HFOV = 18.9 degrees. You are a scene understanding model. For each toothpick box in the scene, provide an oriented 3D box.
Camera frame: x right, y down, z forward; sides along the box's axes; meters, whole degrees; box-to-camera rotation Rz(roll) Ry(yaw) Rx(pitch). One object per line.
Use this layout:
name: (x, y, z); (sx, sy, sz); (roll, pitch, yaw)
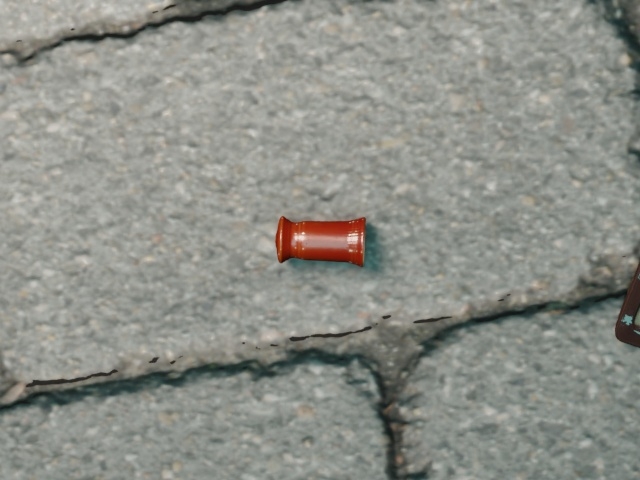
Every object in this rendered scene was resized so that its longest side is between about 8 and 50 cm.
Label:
toothpick box: (0.000, 0.000, 1.778); (0.083, 0.047, 0.047); (2, 111, 1)

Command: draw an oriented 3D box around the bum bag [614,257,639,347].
bum bag: (0.364, 0.068, 1.811); (0.159, 0.026, 0.109); (18, 110, 0)
